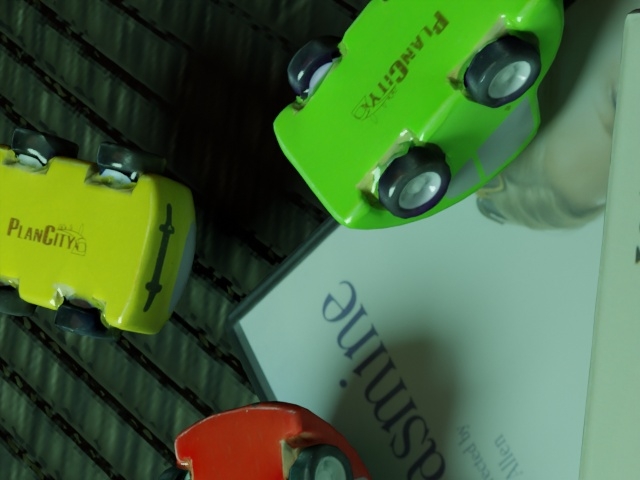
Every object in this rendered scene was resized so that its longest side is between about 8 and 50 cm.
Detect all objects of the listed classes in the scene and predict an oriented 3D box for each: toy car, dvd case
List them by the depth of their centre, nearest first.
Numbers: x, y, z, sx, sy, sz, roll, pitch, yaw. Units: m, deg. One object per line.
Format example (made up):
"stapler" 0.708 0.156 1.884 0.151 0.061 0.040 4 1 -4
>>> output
"dvd case" 0.090 0.015 0.565 0.253 0.022 0.180 -44 56 24
"toy car" 0.000 0.000 0.595 0.225 0.053 0.239 -50 54 20

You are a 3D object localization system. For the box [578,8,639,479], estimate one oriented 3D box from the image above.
"box" 0.121 0.089 0.452 0.113 0.094 0.275 4 90 35
